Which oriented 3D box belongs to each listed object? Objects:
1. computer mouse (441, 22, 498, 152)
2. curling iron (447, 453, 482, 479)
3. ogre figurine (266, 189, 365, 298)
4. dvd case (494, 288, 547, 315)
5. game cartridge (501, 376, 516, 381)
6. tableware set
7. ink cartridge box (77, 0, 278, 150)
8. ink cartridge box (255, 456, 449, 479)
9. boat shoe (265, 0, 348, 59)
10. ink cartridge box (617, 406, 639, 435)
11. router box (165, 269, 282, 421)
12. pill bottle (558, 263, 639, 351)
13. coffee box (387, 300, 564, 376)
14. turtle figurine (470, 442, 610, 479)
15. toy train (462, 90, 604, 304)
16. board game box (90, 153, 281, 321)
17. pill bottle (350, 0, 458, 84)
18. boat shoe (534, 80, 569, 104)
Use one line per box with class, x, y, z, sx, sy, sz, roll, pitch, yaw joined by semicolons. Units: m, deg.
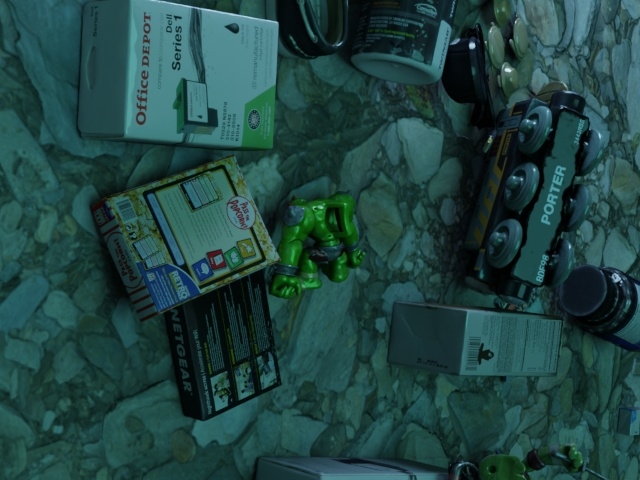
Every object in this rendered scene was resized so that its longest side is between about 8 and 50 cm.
computer mouse;0.216;-0.211;1.643;0.262;0.060;0.184;-59;140;-70
curling iron;0.168;0.431;1.553;0.068;0.035;0.274;31;71;-42
ogre figurine;0.000;0.000;1.486;0.197;0.097;0.118;-9;110;-35
dvd case;0.337;0.117;1.880;0.087;0.013;0.119;-50;125;-28
game cartridge;0.322;0.188;1.860;0.056;0.017;0.083;-20;114;-33
tableware set;0.289;-0.308;1.759;0.141;0.020;0.168;53;44;-45
ink cartridge box;-0.162;-0.189;1.309;0.219;0.092;0.160;-1;95;-44
ink cartridge box;0.049;0.419;1.552;0.307;0.129;0.223;12;85;-45
boat shoe;-0.017;-0.384;1.429;0.114;0.091;0.302;-22;110;-41
ink cartridge box;0.603;0.345;2.150;0.083;0.028;0.048;4;92;-45
router box;-0.123;0.119;1.412;0.133;0.046;0.179;-20;108;-41
pill bottle;0.516;0.116;1.976;0.219;0.123;0.123;24;78;-42
coffee box;0.238;0.150;1.700;0.246;0.141;0.098;7;89;-45
turtle figurine;0.337;0.406;1.699;0.198;0.274;0.266;-45;154;12
toy train;0.314;-0.064;1.714;0.142;0.190;0.334;19;83;-20
board game box;-0.156;-0.006;1.335;0.193;0.045;0.147;-23;89;-40
pill bottle;0.128;-0.348;1.546;0.130;0.130;0.245;18;82;-44
boat shoe;0.371;-0.173;1.851;0.060;0.064;0.178;13;93;-54
